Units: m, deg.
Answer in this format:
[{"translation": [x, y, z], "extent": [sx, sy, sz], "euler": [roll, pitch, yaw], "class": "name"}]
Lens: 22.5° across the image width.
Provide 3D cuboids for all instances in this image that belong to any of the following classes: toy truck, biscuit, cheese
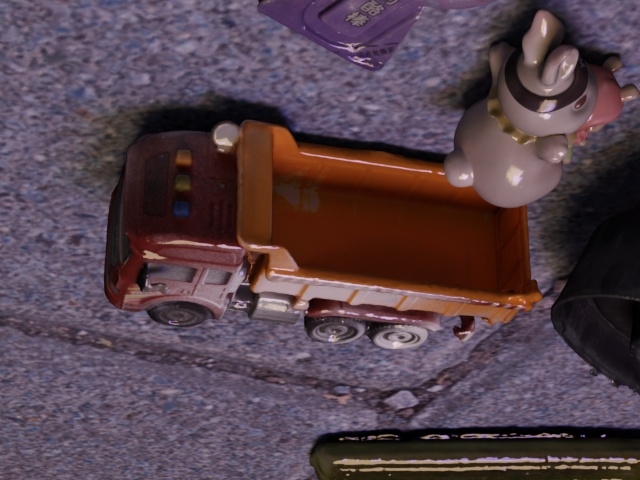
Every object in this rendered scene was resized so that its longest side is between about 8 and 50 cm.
[{"translation": [0.000, 0.000, 1.053], "extent": [0.271, 0.114, 0.135], "euler": [7, 152, -14], "class": "toy truck"}, {"translation": [0.151, 0.207, 1.481], "extent": [0.323, 0.038, 0.099], "euler": [-1, 152, -1], "class": "biscuit"}, {"translation": [0.060, -0.151, 0.870], "extent": [0.105, 0.042, 0.191], "euler": [24, 143, -34], "class": "cheese"}]

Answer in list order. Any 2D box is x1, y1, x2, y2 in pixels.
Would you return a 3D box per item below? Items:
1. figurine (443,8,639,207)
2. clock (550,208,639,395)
[{"translation": [0.137, -0.091, 0.965], "extent": [0.098, 0.081, 0.146], "euler": [-35, 164, -37], "class": "figurine"}, {"translation": [0.346, 0.092, 1.092], "extent": [0.386, 0.076, 0.386], "euler": [24, 168, 5], "class": "clock"}]
